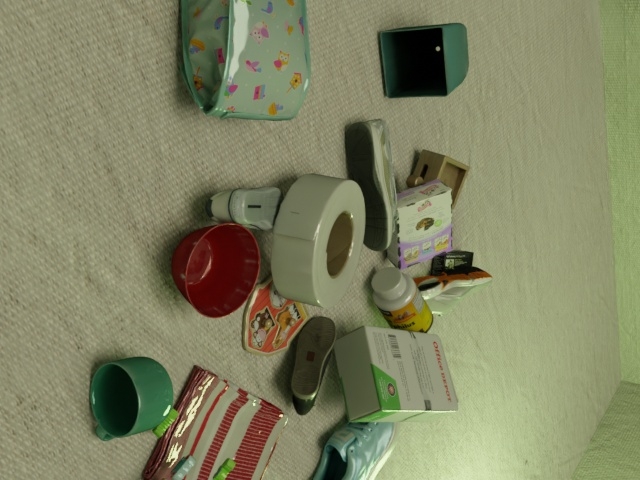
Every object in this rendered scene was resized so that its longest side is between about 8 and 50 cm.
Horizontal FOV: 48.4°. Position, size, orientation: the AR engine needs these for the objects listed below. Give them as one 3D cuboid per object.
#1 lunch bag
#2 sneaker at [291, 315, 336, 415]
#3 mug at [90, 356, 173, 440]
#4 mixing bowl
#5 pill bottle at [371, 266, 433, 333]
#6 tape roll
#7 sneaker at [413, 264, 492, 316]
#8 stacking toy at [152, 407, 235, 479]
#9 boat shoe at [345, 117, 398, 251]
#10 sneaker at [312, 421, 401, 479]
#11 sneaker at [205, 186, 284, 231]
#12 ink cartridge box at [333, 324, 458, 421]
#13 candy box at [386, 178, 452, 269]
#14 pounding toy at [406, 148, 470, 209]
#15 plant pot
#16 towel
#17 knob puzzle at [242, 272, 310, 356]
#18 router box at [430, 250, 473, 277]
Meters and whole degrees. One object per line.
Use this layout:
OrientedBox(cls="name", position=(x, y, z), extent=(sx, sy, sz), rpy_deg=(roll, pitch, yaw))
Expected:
OrientedBox(cls="lunch bag", position=(-0.136, -0.350, 1.311), extent=(0.223, 0.160, 0.262), rpy_deg=(-6, 96, -51))
OrientedBox(cls="sneaker", position=(-0.025, 0.288, 1.654), extent=(0.118, 0.083, 0.222), rpy_deg=(100, 9, -52))
OrientedBox(cls="mug", position=(-0.327, 0.270, 1.237), extent=(0.097, 0.158, 0.129), rpy_deg=(-4, 76, -53))
OrientedBox(cls="mixing bowl", position=(-0.212, 0.047, 1.337), extent=(0.182, 0.098, 0.181), rpy_deg=(-18, 114, -47))
OrientedBox(cls="pill bottle", position=(0.212, 0.165, 1.873), extent=(0.117, 0.117, 0.215), rpy_deg=(-58, 136, -26))
OrientedBox(cls="tape roll", position=(0.000, 0.000, 1.535), extent=(0.286, 0.100, 0.285), rpy_deg=(12, 90, -67))
OrientedBox(cls="sneaker", position=(0.368, 0.152, 2.032), extent=(0.263, 0.099, 0.120), rpy_deg=(-11, 115, -15))
OrientedBox(cls="stacking toy", position=(-0.278, 0.447, 1.303), extent=(0.167, 0.052, 0.221), rpy_deg=(43, 64, -11))
OrientedBox(cls="boat shoe", position=(0.137, -0.133, 1.726), extent=(0.103, 0.118, 0.320), rpy_deg=(-21, 107, -43))
OrientedBox(cls="sneaker", position=(0.091, 0.507, 1.781), extent=(0.150, 0.135, 0.365), rpy_deg=(50, 57, -45))
OrientedBox(cls="sneaker", position=(-0.143, -0.068, 1.417), extent=(0.258, 0.091, 0.094), rpy_deg=(14, 80, -72))
OrientedBox(cls="ink cartridge box", position=(0.190, 0.339, 1.773), extent=(0.289, 0.122, 0.211), rpy_deg=(14, 55, -40))
OrientedBox(cls="candy box", position=(0.254, -0.041, 1.843), extent=(0.165, 0.070, 0.196), rpy_deg=(-19, 127, -17))
OrientedBox(cls="pounding toy", position=(0.283, -0.149, 1.923), extent=(0.206, 0.094, 0.180), rpy_deg=(14, 98, -46))
OrientedBox(cls="plant pot", position=(0.284, -0.471, 1.807), extent=(0.234, 0.166, 0.165), rpy_deg=(-37, 125, -50))
OrientedBox(cls="towel", position=(-0.201, 0.424, 1.482), extent=(0.329, 0.037, 0.236), rpy_deg=(42, 66, -47))
OrientedBox(cls="knob puzzle", position=(-0.100, 0.172, 1.559), extent=(0.213, 0.030, 0.213), rpy_deg=(-15, 109, -49))
OrientedBox(cls="router box", position=(0.395, 0.098, 2.142), extent=(0.179, 0.046, 0.133), rpy_deg=(1, 96, -51))
